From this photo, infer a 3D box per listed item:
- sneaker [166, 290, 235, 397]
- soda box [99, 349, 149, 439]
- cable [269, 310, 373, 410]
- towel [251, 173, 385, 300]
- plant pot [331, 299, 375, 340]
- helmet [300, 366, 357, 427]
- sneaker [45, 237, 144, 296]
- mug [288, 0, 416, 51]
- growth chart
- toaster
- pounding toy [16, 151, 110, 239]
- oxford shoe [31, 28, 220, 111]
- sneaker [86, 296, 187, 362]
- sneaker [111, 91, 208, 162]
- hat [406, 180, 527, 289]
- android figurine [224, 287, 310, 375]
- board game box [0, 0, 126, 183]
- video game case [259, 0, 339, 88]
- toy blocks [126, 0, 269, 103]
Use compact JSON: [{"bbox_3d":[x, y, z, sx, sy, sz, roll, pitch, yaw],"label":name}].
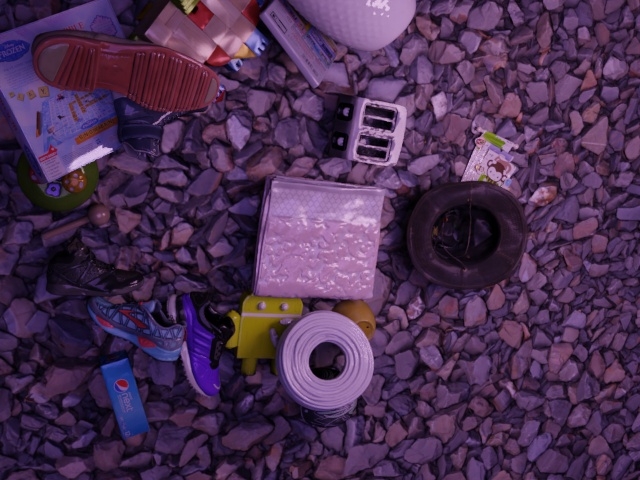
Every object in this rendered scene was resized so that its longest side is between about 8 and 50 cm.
[{"bbox_3d":[-0.281,0.262,1.884,0.146,0.102,0.293,-14,108,7],"label":"sneaker"},{"bbox_3d":[-0.498,0.391,1.883,0.071,0.067,0.210,-16,107,-15],"label":"soda box"},{"bbox_3d":[0.013,0.307,1.907,0.257,0.089,0.257,-10,79,-13],"label":"cable"},{"bbox_3d":[0.000,0.000,1.920,0.332,0.053,0.317,4,102,-19],"label":"towel"},{"bbox_3d":[0.099,0.236,2.031,0.134,0.095,0.134,-4,104,-17],"label":"plant pot"},{"bbox_3d":[0.017,0.429,2.012,0.169,0.161,0.169,-4,103,-18],"label":"helmet"},{"bbox_3d":[-0.539,0.065,1.784,0.227,0.087,0.130,3,108,-14],"label":"sneaker"},{"bbox_3d":[0.079,-0.654,1.753,0.328,0.276,0.374,41,58,-32],"label":"mug"},{"bbox_3d":[0.477,-0.188,2.103,0.172,0.021,0.237,14,98,-22],"label":"growth chart"},{"bbox_3d":[0.127,-0.280,1.916,0.186,0.110,0.168,8,101,-20],"label":"toaster"},{"bbox_3d":[-0.597,-0.124,1.710,0.183,0.110,0.237,-19,107,-14],"label":"pounding toy"},{"bbox_3d":[-0.407,-0.379,1.576,0.397,0.146,0.140,9,119,-33],"label":"oxford shoe"},{"bbox_3d":[-0.440,0.184,1.808,0.262,0.104,0.125,29,100,-1],"label":"sneaker"},{"bbox_3d":[-0.356,-0.259,1.692,0.226,0.086,0.163,-4,83,-31],"label":"sneaker"},{"bbox_3d":[0.396,-0.018,2.053,0.331,0.134,0.331,0,96,0],"label":"hat"},{"bbox_3d":[-0.137,0.229,1.975,0.248,0.056,0.273,6,102,-19],"label":"android figurine"},{"bbox_3d":[-0.547,-0.336,1.640,0.319,0.066,0.318,-34,112,-34],"label":"board game box"},{"bbox_3d":[-0.046,-0.496,1.785,0.023,0.193,0.212,-23,117,35],"label":"video game case"},{"bbox_3d":[-0.242,-0.500,1.720,0.261,0.191,0.381,40,80,-34],"label":"toy blocks"}]
